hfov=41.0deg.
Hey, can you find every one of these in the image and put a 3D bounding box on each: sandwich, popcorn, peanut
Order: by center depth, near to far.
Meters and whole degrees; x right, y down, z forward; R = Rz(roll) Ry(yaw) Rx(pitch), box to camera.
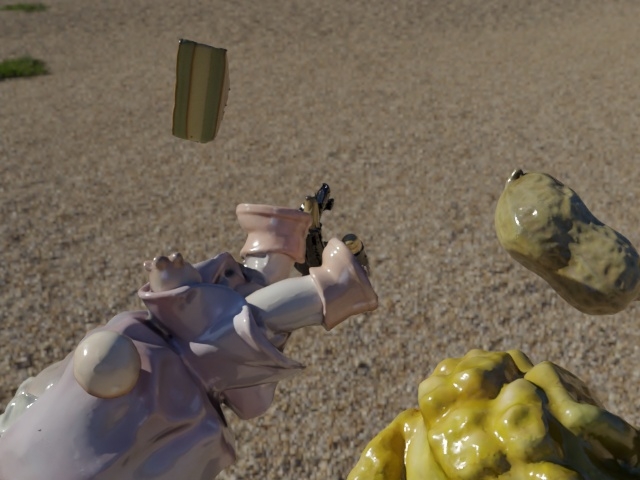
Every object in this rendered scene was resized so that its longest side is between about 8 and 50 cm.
[{"bbox_3d":[0.190,0.295,0.882,0.382,0.349,0.349,-36,25,4],"label":"popcorn"},{"bbox_3d":[-0.187,-0.225,1.320,0.080,0.113,0.163,12,-9,-4],"label":"sandwich"},{"bbox_3d":[0.381,0.006,1.367,0.159,0.143,0.291,-19,55,-32],"label":"peanut"}]

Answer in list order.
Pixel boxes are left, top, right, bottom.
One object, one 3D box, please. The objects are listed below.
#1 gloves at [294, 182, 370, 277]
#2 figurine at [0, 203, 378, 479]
[{"bbox_3d":[-0.003,0.000,1.234,0.106,0.180,0.129,-31,49,2],"label":"gloves"},{"bbox_3d":[-0.091,0.090,0.555,0.276,0.133,0.200,-42,-8,-7],"label":"figurine"}]
